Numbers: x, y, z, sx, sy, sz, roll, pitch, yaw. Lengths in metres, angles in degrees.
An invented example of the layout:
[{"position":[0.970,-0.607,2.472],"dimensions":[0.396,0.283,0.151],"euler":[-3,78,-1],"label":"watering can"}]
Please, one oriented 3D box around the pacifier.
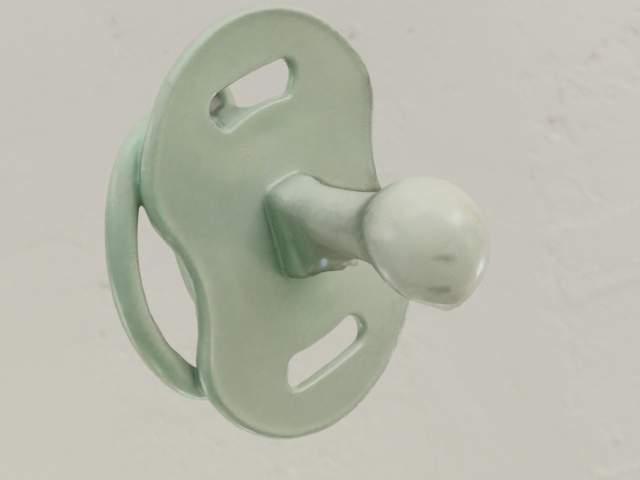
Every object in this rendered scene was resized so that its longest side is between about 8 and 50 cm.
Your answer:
[{"position":[0.000,0.000,1.144],"dimensions":[0.288,0.269,0.343],"euler":[-36,-63,-36],"label":"pacifier"}]
